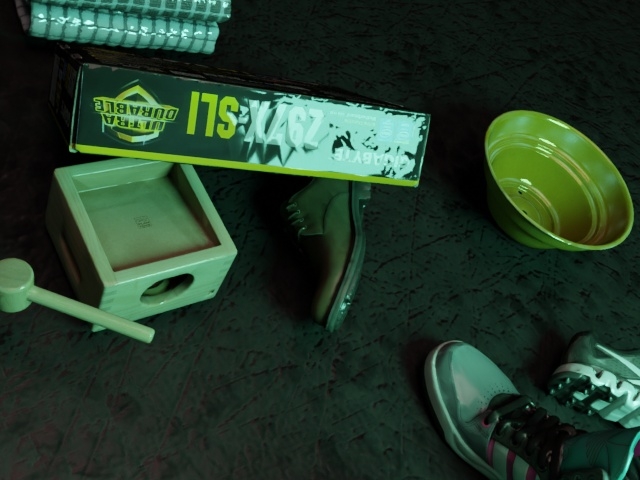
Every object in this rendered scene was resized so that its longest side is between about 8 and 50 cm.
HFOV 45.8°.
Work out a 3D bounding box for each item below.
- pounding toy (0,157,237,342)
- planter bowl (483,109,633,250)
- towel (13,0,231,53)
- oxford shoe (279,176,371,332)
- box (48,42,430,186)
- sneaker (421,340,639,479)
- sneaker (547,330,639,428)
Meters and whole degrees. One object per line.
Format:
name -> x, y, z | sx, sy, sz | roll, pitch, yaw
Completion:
pounding toy -> -0.189, 0.029, 0.672 | 0.206, 0.094, 0.181 | -15, 64, -34
planter bowl -> 0.282, -0.057, 0.972 | 0.217, 0.090, 0.217 | 13, 52, -17
towel -> -0.253, -0.362, 0.908 | 0.235, 0.121, 0.283 | -6, 59, -30
oxford shoe -> 0.000, 0.000, 0.808 | 0.096, 0.082, 0.227 | 9, 47, -6
box -> -0.092, -0.129, 0.755 | 0.322, 0.079, 0.257 | 4, 14, -25
sneaker -> 0.225, 0.193, 0.704 | 0.124, 0.178, 0.295 | -23, 69, -37
sneaker -> 0.372, 0.176, 0.856 | 0.234, 0.078, 0.106 | 30, 51, -2
